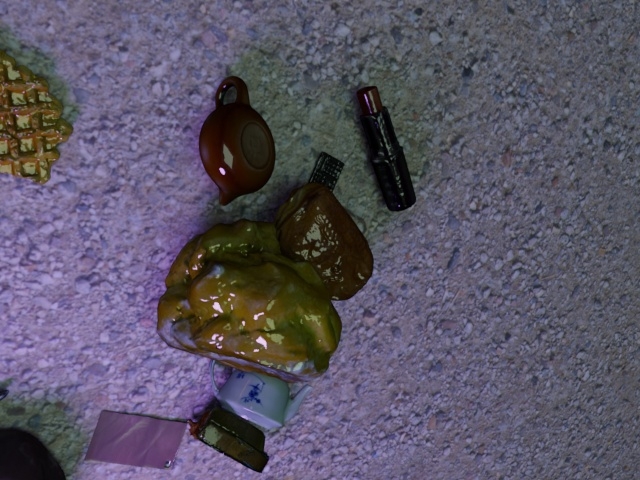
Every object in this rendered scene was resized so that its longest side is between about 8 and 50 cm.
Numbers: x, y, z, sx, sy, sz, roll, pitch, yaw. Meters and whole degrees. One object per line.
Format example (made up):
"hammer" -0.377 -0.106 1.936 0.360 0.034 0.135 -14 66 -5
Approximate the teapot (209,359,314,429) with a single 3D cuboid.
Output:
"teapot" -0.137 0.320 1.250 0.231 0.159 0.159 25 89 -3

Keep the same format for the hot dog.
"hot dog" 0.000 0.000 1.234 0.196 0.122 0.272 -48 120 -14

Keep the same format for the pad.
"pad" -0.389 0.426 1.214 0.187 0.006 0.113 19 93 -28

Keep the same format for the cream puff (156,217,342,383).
"cream puff" -0.124 0.105 1.090 0.378 0.378 0.276 30 67 -30

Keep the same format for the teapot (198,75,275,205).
"teapot" -0.178 -0.196 1.121 0.178 0.135 0.252 5 80 -62

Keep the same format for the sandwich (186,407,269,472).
"sandwich" -0.188 0.429 1.239 0.235 0.159 0.079 42 64 -30

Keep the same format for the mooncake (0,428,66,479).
"mooncake" -0.617 0.507 1.030 0.305 0.154 0.306 -8 108 -26

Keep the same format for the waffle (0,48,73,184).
"waffle" -0.571 -0.191 0.947 0.291 0.051 0.292 -7 105 -28

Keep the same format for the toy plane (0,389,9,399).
"toy plane" -0.613 0.297 1.049 0.083 0.031 0.079 -32 114 -18

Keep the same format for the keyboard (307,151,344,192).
"keyboard" -0.013 -0.082 1.285 0.072 0.023 0.231 24 90 -32

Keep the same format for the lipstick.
"lipstick" 0.148 -0.208 1.308 0.081 0.081 0.300 -29 114 -19
